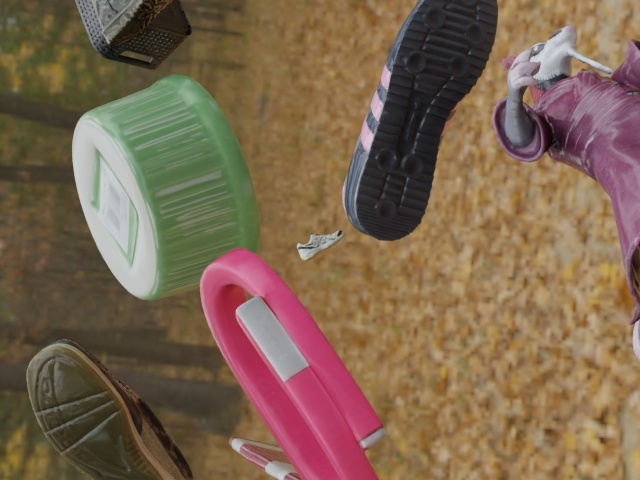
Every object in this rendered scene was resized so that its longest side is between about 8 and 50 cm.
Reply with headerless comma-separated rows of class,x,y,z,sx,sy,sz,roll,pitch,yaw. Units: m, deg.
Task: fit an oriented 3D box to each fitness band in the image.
fitness band,-0.018,0.138,1.108,0.291,0.054,0.209,56,164,13

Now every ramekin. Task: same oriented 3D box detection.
ramekin,-0.222,-0.064,1.713,0.303,0.148,0.303,41,142,43

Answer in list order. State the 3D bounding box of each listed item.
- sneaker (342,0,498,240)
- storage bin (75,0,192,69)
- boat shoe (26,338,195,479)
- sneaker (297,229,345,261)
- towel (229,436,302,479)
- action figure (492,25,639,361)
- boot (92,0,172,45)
sneaker,0.101,-0.159,1.436,0.319,0.112,0.131,-66,15,0
storage bin,-0.274,-0.344,1.762,0.084,0.122,0.180,-40,62,30
boat shoe,-0.185,0.175,1.130,0.224,0.080,0.073,57,-162,-20
sneaker,0.000,0.000,2.034,0.037,0.083,0.032,59,173,6
towel,0.033,0.378,1.848,0.329,0.237,0.037,20,88,54
action figure,0.309,-0.099,1.224,0.370,0.248,0.276,49,159,53
boot,-0.242,-0.341,1.371,0.189,0.076,0.209,-31,88,39
